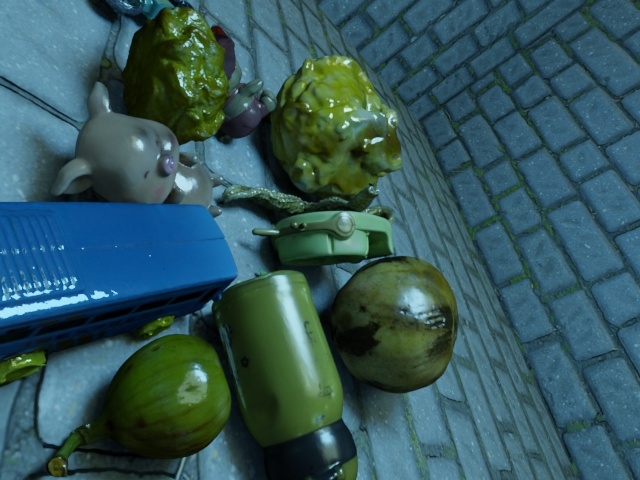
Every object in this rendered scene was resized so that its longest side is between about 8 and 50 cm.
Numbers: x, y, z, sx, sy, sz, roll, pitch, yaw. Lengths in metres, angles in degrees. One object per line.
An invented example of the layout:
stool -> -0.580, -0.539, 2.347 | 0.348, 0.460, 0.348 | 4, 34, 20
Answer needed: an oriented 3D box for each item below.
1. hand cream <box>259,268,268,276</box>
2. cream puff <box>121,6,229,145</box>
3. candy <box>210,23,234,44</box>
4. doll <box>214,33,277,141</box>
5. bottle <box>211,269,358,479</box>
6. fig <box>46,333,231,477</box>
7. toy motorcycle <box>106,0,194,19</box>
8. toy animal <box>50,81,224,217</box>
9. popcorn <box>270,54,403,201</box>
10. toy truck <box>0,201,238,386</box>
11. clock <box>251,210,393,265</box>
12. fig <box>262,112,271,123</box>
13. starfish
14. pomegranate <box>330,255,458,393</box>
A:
hand cream -> -0.080, 0.143, 0.889 | 0.095, 0.046, 0.175 | 29, 32, -43
cream puff -> -0.269, -0.294, 0.817 | 0.196, 0.244, 0.244 | 35, 34, -36
candy -> -0.287, -0.535, 1.235 | 0.086, 0.059, 0.293 | 37, 34, -37
doll -> -0.233, -0.358, 1.004 | 0.255, 0.196, 0.152 | 38, 33, -45
bottle -> -0.052, 0.239, 0.703 | 0.171, 0.171, 0.352 | 10, 56, -56
fig -> -0.203, 0.209, 0.540 | 0.148, 0.186, 0.142 | 45, -24, 52
toy motorcycle -> -0.424, -0.584, 1.025 | 0.198, 0.109, 0.296 | 47, 29, 0
toy animal -> -0.276, -0.107, 0.700 | 0.250, 0.153, 0.167 | 46, 34, -60
popcorn -> 0.027, -0.294, 1.231 | 0.390, 0.343, 0.354 | 60, -18, 17
toy truck -> -0.273, 0.046, 0.533 | 0.384, 0.162, 0.161 | -5, 65, -61
clock -> 0.000, 0.000, 0.983 | 0.307, 0.234, 0.096 | 7, 77, -49
fig -> -0.152, -0.386, 1.295 | 0.088, 0.074, 0.074 | 44, 19, 27
starfish -> 0.010, -0.079, 1.054 | 0.432, 0.323, 0.083 | 12, 83, -66
pomegranate -> 0.172, 0.189, 1.003 | 0.322, 0.322, 0.322 | 40, 32, -31
